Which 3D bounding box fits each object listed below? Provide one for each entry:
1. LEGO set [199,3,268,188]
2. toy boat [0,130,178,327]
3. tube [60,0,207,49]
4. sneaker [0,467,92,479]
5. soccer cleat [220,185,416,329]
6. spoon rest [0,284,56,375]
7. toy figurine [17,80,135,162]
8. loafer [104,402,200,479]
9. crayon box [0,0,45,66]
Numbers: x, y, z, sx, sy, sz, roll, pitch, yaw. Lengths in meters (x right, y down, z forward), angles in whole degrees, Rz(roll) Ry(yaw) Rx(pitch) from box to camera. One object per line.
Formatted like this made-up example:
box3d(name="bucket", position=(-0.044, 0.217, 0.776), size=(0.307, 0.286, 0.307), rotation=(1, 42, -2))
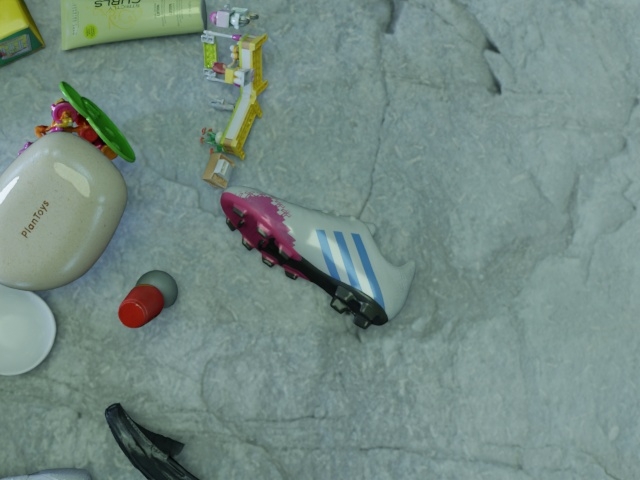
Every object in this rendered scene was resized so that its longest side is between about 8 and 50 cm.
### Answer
box3d(name="LEGO set", position=(-0.161, -0.232, 1.560), size=(0.107, 0.132, 0.287), rotation=(14, 105, 18))
box3d(name="toy boat", position=(-0.356, 0.006, 1.480), size=(0.318, 0.148, 0.267), rotation=(44, 108, -4))
box3d(name="tube", position=(-0.308, -0.363, 1.599), size=(0.240, 0.062, 0.070), rotation=(-3, 41, 3))
box3d(name="sneaker", position=(-0.472, 0.428, 1.455), size=(0.269, 0.101, 0.153), rotation=(-6, 84, 0))
box3d(name="soccer cleat", position=(0.000, 0.000, 1.535), size=(0.331, 0.116, 0.143), rotation=(37, 67, 2))
box3d(name="spoon rest", position=(-0.538, 0.103, 1.511), size=(0.276, 0.084, 0.137), rotation=(32, 82, 4))
box3d(name="toy figurine", position=(-0.405, -0.140, 1.524), size=(0.159, 0.173, 0.130), rotation=(-38, 44, 5))
box3d(name="loafer", position=(-0.243, 0.331, 1.490), size=(0.078, 0.076, 0.223), rotation=(-39, 89, -11))
box3d(name="crayon box", position=(-0.682, -0.386, 1.569), size=(0.363, 0.106, 0.313), rotation=(-26, 84, -4))
